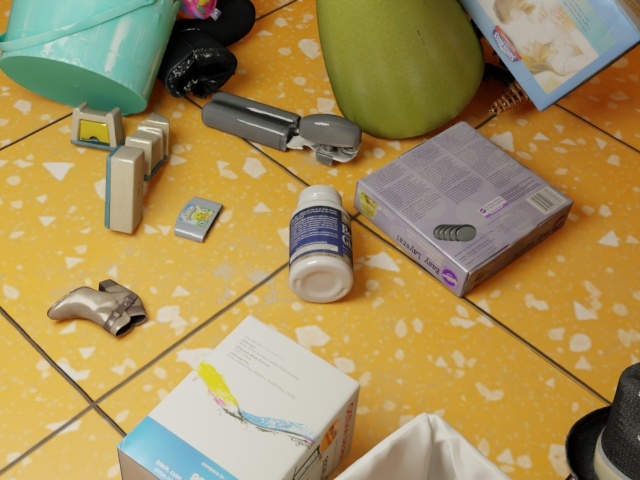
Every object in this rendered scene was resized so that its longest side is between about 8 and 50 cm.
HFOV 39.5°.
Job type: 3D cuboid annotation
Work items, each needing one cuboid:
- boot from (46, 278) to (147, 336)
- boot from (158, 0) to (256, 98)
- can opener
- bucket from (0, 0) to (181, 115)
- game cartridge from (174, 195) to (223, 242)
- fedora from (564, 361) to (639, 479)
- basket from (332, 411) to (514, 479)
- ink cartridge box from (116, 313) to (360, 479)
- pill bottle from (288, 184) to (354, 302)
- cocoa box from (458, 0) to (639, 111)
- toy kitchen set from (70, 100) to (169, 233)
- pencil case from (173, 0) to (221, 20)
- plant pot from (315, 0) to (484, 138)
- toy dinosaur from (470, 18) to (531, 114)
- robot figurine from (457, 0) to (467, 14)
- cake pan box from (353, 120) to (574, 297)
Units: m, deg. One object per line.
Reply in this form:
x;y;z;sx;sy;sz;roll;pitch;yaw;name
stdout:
-0.303;0.101;1.229;0.118;0.042;0.087;-30;59;-29;boot
-0.190;-0.343;1.587;0.246;0.094;0.207;-25;40;-18;boot
-0.063;-0.204;1.496;0.283;0.095;0.076;19;48;11;can opener
-0.378;-0.332;1.445;0.281;0.281;0.183;11;79;4;bucket
-0.192;-0.034;1.382;0.056;0.017;0.083;13;47;12;game cartridge
0.464;0.222;1.049;0.334;0.153;0.334;-1;22;0;fedora
0.088;0.408;0.830;0.328;0.266;0.331;-31;58;-29;basket
-0.089;0.242;1.030;0.168;0.171;0.233;30;52;20;ink cartridge box
0.000;0.000;1.315;0.094;0.094;0.169;2;48;-4;pill bottle
0.394;-0.440;1.495;0.228;0.231;0.347;-34;88;-42;cocoa box
-0.340;-0.121;1.404;0.166;0.122;0.207;10;27;4;toy kitchen set
-0.289;-0.437;1.566;0.236;0.104;0.104;7;45;23;pencil case
0.107;-0.359;1.456;0.274;0.293;0.275;-9;62;17;plant pot
0.364;-0.343;1.642;0.218;0.164;0.322;29;28;0;toy dinosaur
0.168;-0.514;1.734;0.353;0.200;0.300;1;9;-5;robot figurine
0.228;-0.062;1.414;0.267;0.070;0.246;-32;60;-30;cake pan box
